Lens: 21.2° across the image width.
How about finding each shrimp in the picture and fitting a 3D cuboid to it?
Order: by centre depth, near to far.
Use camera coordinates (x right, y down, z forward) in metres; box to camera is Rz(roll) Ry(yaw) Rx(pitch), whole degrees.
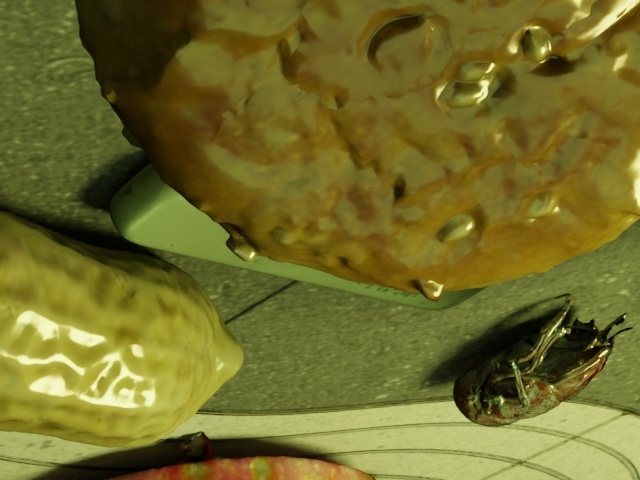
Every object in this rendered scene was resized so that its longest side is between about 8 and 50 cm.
[{"bbox_3d":[0.182,0.101,1.395,0.073,0.075,0.190,40,138,-17],"label":"shrimp"}]

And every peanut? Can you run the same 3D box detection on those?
[{"bbox_3d":[-0.176,0.061,1.112,0.153,0.140,0.325,-8,163,36],"label":"peanut"}]

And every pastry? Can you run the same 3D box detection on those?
[{"bbox_3d":[0.036,-0.127,0.780,0.284,0.184,0.316,-26,129,17],"label":"pastry"}]

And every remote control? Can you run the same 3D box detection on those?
[{"bbox_3d":[-0.001,0.000,1.163,0.309,0.038,0.090,13,145,-37],"label":"remote control"}]

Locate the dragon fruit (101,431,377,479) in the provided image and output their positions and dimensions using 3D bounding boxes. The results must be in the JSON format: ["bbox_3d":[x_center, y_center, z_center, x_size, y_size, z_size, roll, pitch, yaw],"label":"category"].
[{"bbox_3d":[-0.101,0.347,1.581,0.386,0.249,0.371,-7,157,-4],"label":"dragon fruit"}]
